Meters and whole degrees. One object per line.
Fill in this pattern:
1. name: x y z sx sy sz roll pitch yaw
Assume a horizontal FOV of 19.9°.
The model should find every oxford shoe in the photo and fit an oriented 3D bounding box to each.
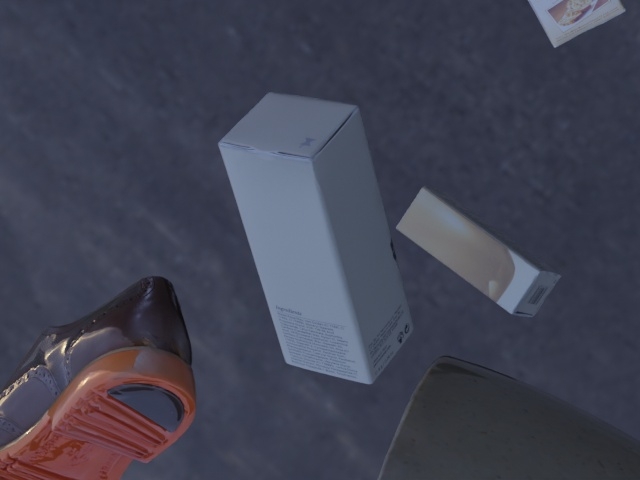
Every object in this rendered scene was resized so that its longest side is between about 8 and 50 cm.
1. oxford shoe: -0.229 0.160 1.601 0.130 0.132 0.364 29 132 -32

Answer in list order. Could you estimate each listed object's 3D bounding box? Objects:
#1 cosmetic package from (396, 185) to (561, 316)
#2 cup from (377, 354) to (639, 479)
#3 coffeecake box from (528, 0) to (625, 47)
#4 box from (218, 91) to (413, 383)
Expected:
1. cosmetic package: 0.119 0.009 1.375 0.115 0.041 0.060 37 -170 23
2. cup: 0.137 0.244 0.896 0.237 0.331 0.331 13 153 12
3. coffeecake box: 0.162 -0.270 1.451 0.185 0.068 0.142 53 -167 -45
4. box: 0.000 0.000 1.741 0.113 0.094 0.275 13 133 32
